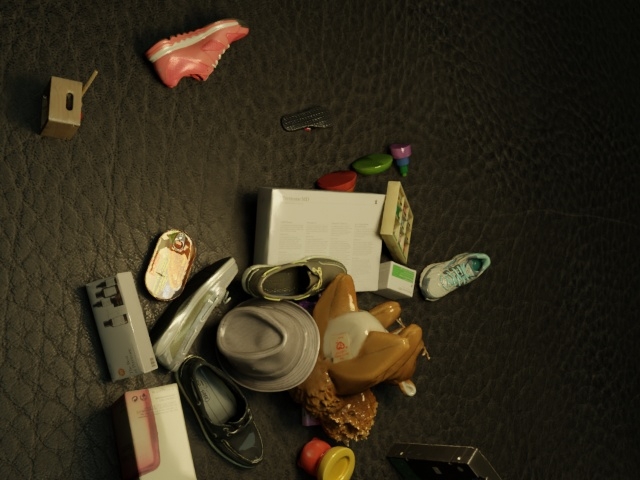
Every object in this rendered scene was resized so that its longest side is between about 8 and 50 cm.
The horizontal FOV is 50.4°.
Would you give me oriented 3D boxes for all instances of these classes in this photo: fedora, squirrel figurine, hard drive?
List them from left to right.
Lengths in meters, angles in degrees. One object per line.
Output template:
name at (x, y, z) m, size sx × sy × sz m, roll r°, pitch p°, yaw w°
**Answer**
fedora at (-0.149, 0.246, 1.698) m, size 0.124 × 0.275 × 0.244 m, roll 54°, pitch 53°, yaw -64°
squirrel figurine at (0.112, 0.344, 1.851) m, size 0.397 × 0.281 × 0.370 m, roll -53°, pitch 147°, yaw 2°
hard drive at (0.365, 0.669, 1.889) m, size 0.237 × 0.339 × 0.064 m, roll 53°, pitch 56°, yaw -11°

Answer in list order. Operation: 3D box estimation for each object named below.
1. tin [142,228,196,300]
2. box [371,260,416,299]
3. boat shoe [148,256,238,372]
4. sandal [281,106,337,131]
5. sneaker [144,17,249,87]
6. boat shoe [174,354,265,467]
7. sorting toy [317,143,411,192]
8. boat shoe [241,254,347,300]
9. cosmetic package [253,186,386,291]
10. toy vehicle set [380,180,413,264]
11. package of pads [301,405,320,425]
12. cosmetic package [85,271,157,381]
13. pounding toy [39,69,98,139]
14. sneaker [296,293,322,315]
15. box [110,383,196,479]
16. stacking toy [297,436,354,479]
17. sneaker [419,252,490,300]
tin at (-0.386, 0.063, 1.728) m, size 0.106 × 0.040 × 0.190 m, roll 29°, pitch 65°, yaw -29°
box at (0.216, 0.122, 2.059) m, size 0.101 × 0.102 × 0.087 m, roll 21°, pitch 70°, yaw -28°
boat shoe at (-0.309, 0.177, 1.709) m, size 0.103 × 0.118 × 0.320 m, roll 46°, pitch 63°, yaw -22°
sandal at (-0.037, -0.360, 2.050) m, size 0.179 × 0.040 × 0.067 m, roll -12°, pitch 80°, yaw -19°
sneaker at (-0.324, -0.511, 1.870) m, size 0.313 × 0.116 × 0.136 m, roll -29°, pitch 106°, yaw -27°
boat shoe at (-0.232, 0.429, 1.696) m, size 0.127 × 0.113 × 0.340 m, roll -33°, pitch 98°, yaw -34°
sorting toy at (0.153, -0.183, 2.103) m, size 0.365 × 0.127 × 0.126 m, roll -29°, pitch 119°, yaw -32°
boat shoe at (-0.051, 0.103, 1.781) m, size 0.305 × 0.091 × 0.109 m, roll -5°, pitch 101°, yaw -31°
cosmetic package at (0.000, 0.000, 1.907) m, size 0.377 × 0.097 × 0.285 m, roll 1°, pitch 99°, yaw -33°
toy vehicle set at (0.233, -0.048, 2.048) m, size 0.267 × 0.035 × 0.166 m, roll 52°, pitch 45°, yaw -64°
package of pads at (-0.027, 0.466, 1.868) m, size 0.050 × 0.032 × 0.083 m, roll 4°, pitch 78°, yaw -32°
cosmetic package at (-0.469, 0.202, 1.598) m, size 0.060 × 0.098 × 0.239 m, roll -11°, pitch 83°, yaw -69°
pounding toy at (-0.601, -0.328, 1.621) m, size 0.100 × 0.130 × 0.141 m, roll 7°, pitch 75°, yaw -32°
sneaker at (-0.050, 0.224, 1.879) m, size 0.236 × 0.095 × 0.105 m, roll -32°, pitch 91°, yaw -38°
box at (-0.383, 0.461, 1.545) m, size 0.126 × 0.148 × 0.232 m, roll -4°, pitch 69°, yaw -32°
stacking toy at (-0.029, 0.702, 1.801) m, size 0.309 × 0.130 × 0.280 m, roll -44°, pitch 129°, yaw -29°
sneaker at (0.434, 0.102, 2.191) m, size 0.283 × 0.122 × 0.110 m, roll -28°, pitch 94°, yaw -34°
